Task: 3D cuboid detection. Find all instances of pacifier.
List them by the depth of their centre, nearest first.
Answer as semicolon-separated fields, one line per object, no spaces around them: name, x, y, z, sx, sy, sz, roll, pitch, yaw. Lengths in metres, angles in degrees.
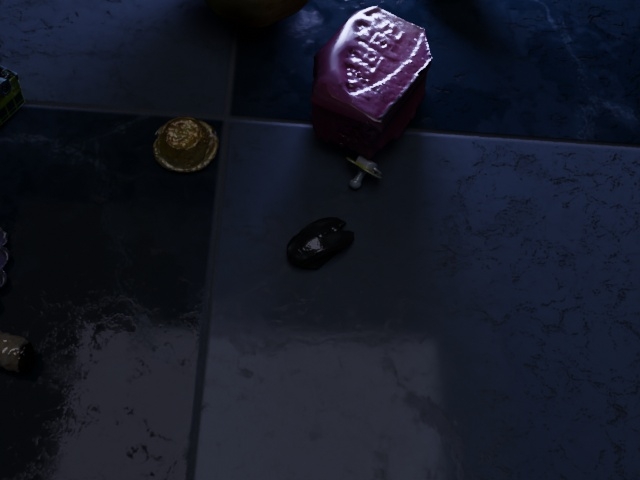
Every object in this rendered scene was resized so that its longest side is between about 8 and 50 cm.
pacifier;0.079;-0.127;1.301;0.083;0.068;0.064;37;99;31

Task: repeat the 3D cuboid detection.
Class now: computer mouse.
computer mouse;0.000;0.000;1.225;0.135;0.047;0.079;-27;70;-20

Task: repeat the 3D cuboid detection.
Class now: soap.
soap;0.102;-0.321;1.338;0.220;0.127;0.325;29;56;14

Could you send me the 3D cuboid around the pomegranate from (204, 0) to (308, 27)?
pomegranate;-0.142;-0.605;1.369;0.333;0.332;0.332;2;63;-5

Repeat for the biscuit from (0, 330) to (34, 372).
biscuit;-0.562;0.155;1.082;0.219;0.055;0.061;15;105;2

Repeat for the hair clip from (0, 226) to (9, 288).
hair clip;-0.593;0.038;1.145;0.124;0.052;0.195;-1;58;-13

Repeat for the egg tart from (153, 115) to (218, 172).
egg tart;-0.257;-0.190;1.292;0.129;0.049;0.128;3;65;-6

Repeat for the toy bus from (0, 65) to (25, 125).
toy bus;-0.637;-0.242;1.250;0.088;0.101;0.175;26;59;8
